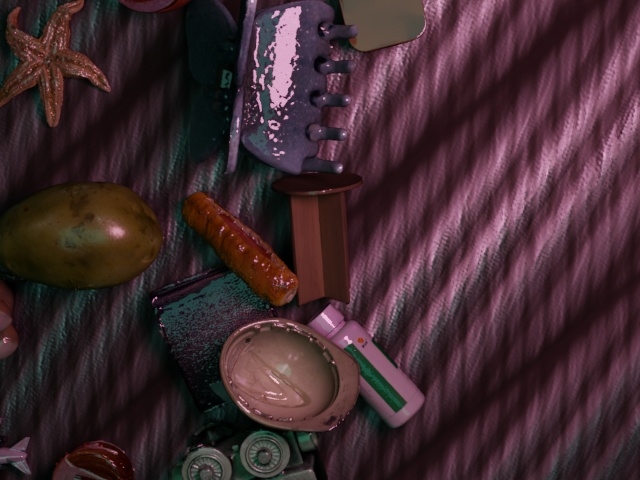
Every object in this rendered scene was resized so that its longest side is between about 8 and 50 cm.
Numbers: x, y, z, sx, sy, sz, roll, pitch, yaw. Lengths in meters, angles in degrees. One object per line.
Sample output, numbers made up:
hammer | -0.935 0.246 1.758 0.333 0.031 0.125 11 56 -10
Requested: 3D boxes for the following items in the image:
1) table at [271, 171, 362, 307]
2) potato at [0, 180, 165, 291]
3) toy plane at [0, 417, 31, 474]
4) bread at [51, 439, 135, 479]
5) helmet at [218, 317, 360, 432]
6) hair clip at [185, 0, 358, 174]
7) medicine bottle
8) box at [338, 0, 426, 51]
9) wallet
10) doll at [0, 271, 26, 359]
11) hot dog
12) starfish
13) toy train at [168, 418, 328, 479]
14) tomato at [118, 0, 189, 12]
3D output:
table | 0.000 0.000 1.688 0.167 0.167 0.226 -3 105 4
potato | -0.444 -0.010 1.679 0.304 0.216 0.216 5 97 14
toy plane | -0.663 0.428 1.817 0.171 0.065 0.162 1 97 6
bread | -0.449 0.474 1.805 0.160 0.073 0.160 1 100 4
helmet | -0.062 0.266 1.683 0.257 0.137 0.204 25 62 7
hair clip | -0.084 -0.273 1.595 0.238 0.392 0.318 2 96 -23
medicine bottle | 0.081 0.234 1.729 0.095 0.095 0.260 -41 94 7
box | 0.104 -0.446 1.649 0.144 0.090 0.201 -14 95 6
wallet | -0.183 0.180 1.762 0.221 0.071 0.262 -21 98 1
doll | -0.727 0.109 1.732 0.330 0.235 0.174 10 54 -5
hot dog | -0.156 0.012 1.684 0.289 0.068 0.083 41 109 21
starfish | -0.512 -0.333 1.732 0.236 0.062 0.277 40 93 -7
toy train | -0.132 0.450 1.738 0.299 0.167 0.238 -18 101 7
tomato | -0.291 -0.520 1.658 0.199 0.112 0.228 22 96 14
